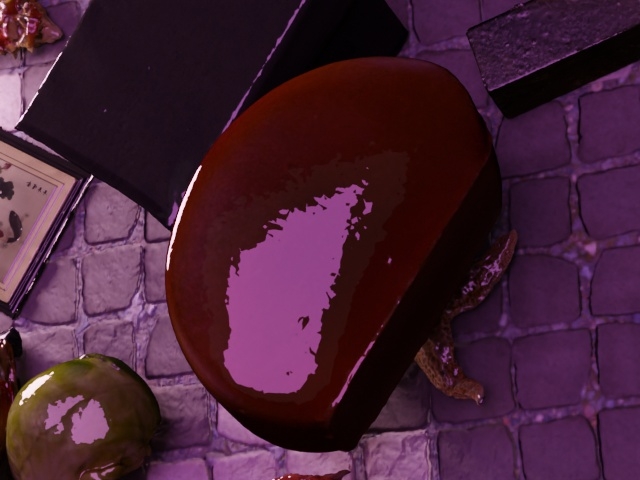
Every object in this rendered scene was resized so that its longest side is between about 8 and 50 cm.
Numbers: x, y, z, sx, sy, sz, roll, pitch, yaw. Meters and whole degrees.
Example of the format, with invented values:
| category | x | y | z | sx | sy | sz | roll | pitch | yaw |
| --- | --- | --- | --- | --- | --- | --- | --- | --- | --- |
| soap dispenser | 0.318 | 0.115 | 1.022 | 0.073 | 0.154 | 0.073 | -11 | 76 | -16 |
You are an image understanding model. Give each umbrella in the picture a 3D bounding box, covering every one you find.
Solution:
| category | x | y | z | sx | sy | sz | roll | pitch | yaw |
| --- | --- | --- | --- | --- | --- | --- | --- | --- | --- |
| umbrella | -0.403 | 0.132 | 1.766 | 0.133 | 0.031 | 0.036 | -17 | 42 | 18 |

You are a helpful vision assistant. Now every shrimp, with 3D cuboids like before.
| category | x | y | z | sx | sy | sz | roll | pitch | yaw |
| --- | --- | --- | --- | --- | --- | --- | --- | --- | --- |
| shrimp | -0.356 | 0.240 | 1.655 | 0.062 | 0.154 | 0.294 | -2 | 63 | -8 |

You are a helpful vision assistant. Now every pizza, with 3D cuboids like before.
| category | x | y | z | sx | sy | sz | roll | pitch | yaw |
| --- | --- | --- | --- | --- | --- | --- | --- | --- | --- |
| pizza | -0.405 | -0.282 | 1.882 | 0.199 | 0.062 | 0.188 | 17 | 83 | 25 |

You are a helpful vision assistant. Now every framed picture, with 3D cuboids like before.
| category | x | y | z | sx | sy | sz | roll | pitch | yaw |
| --- | --- | --- | --- | --- | --- | --- | --- | --- | --- |
| framed picture | -0.387 | -0.031 | 1.822 | 0.195 | 0.010 | 0.199 | 25 | 84 | 27 |

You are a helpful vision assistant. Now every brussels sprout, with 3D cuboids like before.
| category | x | y | z | sx | sy | sz | roll | pitch | yaw |
| --- | --- | --- | --- | --- | --- | --- | --- | --- | --- |
| brussels sprout | -0.261 | 0.204 | 1.632 | 0.183 | 0.131 | 0.145 | -40 | 85 | 6 |

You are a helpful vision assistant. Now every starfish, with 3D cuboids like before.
| category | x | y | z | sx | sy | sz | roll | pitch | yaw |
| --- | --- | --- | --- | --- | --- | --- | --- | --- | --- |
| starfish | 0.096 | 0.056 | 1.562 | 0.236 | 0.062 | 0.277 | -48 | 59 | 2 |

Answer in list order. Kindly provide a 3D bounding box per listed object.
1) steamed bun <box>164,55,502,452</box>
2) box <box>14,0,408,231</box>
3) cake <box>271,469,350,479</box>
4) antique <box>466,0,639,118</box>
| category | x | y | z | sx | sy | sz | roll | pitch | yaw |
| --- | --- | --- | --- | --- | --- | --- | --- | --- | --- |
| steamed bun | 0.000 | 0.000 | 1.460 | 0.248 | 0.235 | 0.379 | 29 | 81 | 17 |
| box | -0.112 | -0.181 | 1.644 | 0.251 | 0.204 | 0.345 | 30 | 87 | 28 |
| cake | -0.005 | 0.359 | 1.460 | 0.177 | 0.151 | 0.283 | 9 | 80 | 43 |
| antique | 0.270 | -0.214 | 1.566 | 0.221 | 0.080 | 0.081 | -23 | 67 | 14 |
